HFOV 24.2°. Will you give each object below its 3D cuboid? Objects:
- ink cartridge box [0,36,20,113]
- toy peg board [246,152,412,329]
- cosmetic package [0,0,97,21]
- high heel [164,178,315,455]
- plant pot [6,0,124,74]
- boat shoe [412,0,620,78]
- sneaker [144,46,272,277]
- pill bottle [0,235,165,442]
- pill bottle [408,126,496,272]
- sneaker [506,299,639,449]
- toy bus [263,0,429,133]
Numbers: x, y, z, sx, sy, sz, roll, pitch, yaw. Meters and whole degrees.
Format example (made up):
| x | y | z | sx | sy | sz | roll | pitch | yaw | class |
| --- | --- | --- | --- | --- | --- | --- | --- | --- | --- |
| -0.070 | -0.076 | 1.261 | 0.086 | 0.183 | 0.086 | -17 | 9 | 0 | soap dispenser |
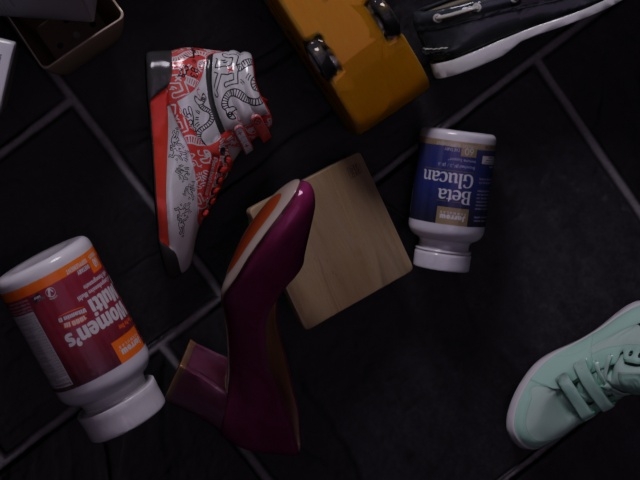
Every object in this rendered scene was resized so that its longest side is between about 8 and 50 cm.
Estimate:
| x | y | z | sx | sy | sz | roll | pitch | yaw | class |
| --- | --- | --- | --- | --- | --- | --- | --- | --- | --- |
| -0.447 | -0.205 | 1.657 | 0.208 | 0.153 | 0.086 | 13 | 95 | -10 | ink cartridge box |
| 0.000 | 0.000 | 1.808 | 0.161 | 0.079 | 0.161 | -29 | 101 | -21 | toy peg board |
| -0.357 | -0.310 | 1.622 | 0.231 | 0.085 | 0.117 | 6 | 78 | 2 | cosmetic package |
| -0.038 | 0.095 | 1.719 | 0.181 | 0.127 | 0.377 | 25 | 131 | -5 | high heel |
| -0.287 | -0.251 | 1.697 | 0.109 | 0.096 | 0.109 | -35 | 78 | -4 | plant pot |
| 0.257 | -0.296 | 1.789 | 0.303 | 0.114 | 0.091 | -27 | 106 | -7 | boat shoe |
| -0.127 | -0.093 | 1.757 | 0.145 | 0.090 | 0.270 | -4 | 95 | -7 | sneaker |
| -0.275 | 0.116 | 1.740 | 0.121 | 0.121 | 0.221 | -28 | 100 | -6 | pill bottle |
| 0.157 | -0.049 | 1.809 | 0.094 | 0.094 | 0.169 | 6 | 96 | -11 | pill bottle |
| 0.346 | 0.175 | 1.841 | 0.256 | 0.151 | 0.094 | -40 | 103 | -2 | sneaker |
| -0.004 | -0.289 | 1.735 | 0.108 | 0.130 | 0.332 | -34 | 101 | -4 | toy bus |
